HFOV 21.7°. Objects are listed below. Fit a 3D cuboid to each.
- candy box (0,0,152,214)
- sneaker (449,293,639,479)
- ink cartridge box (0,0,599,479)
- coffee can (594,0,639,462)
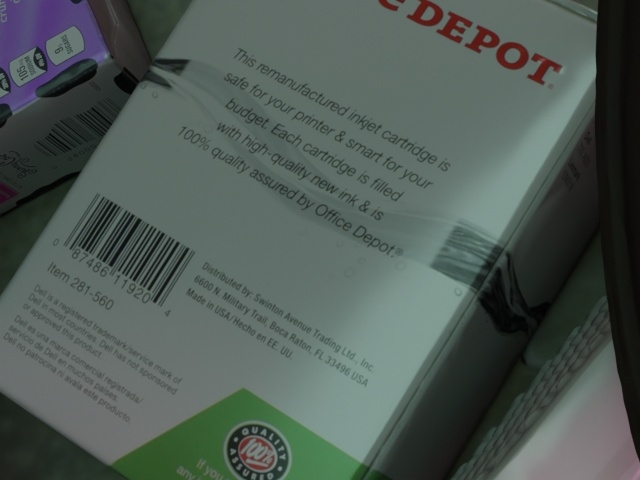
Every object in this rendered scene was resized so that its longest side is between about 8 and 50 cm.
[{"bbox_3d":[-0.185,-0.083,0.716,0.196,0.070,0.165,-28,67,9],"label":"candy box"},{"bbox_3d":[0.196,0.018,0.544,0.150,0.135,0.366,43,89,2],"label":"sneaker"},{"bbox_3d":[0.000,0.000,0.615,0.160,0.092,0.219,31,84,24],"label":"ink cartridge box"},{"bbox_3d":[0.218,-0.028,0.380,0.275,0.201,0.202,-2,71,-2],"label":"coffee can"}]
